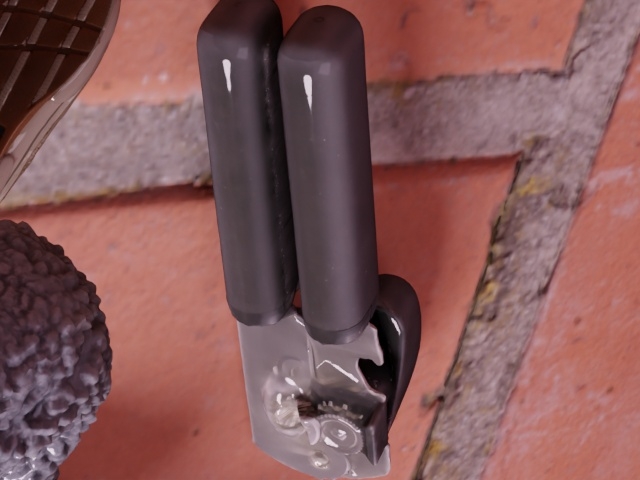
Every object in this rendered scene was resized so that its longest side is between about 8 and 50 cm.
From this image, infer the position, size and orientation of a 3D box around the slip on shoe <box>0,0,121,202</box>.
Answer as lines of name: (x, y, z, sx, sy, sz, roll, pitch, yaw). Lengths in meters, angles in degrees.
slip on shoe: (-0.123, -0.054, 0.767, 0.135, 0.051, 0.041, -61, 179, 2)

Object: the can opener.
can opener: (0.000, 0.000, 0.910, 0.095, 0.076, 0.283, -57, 152, -44)

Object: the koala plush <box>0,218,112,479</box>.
koala plush: (-0.207, 0.074, 0.589, 0.221, 0.196, 0.203, -31, 151, -37)
